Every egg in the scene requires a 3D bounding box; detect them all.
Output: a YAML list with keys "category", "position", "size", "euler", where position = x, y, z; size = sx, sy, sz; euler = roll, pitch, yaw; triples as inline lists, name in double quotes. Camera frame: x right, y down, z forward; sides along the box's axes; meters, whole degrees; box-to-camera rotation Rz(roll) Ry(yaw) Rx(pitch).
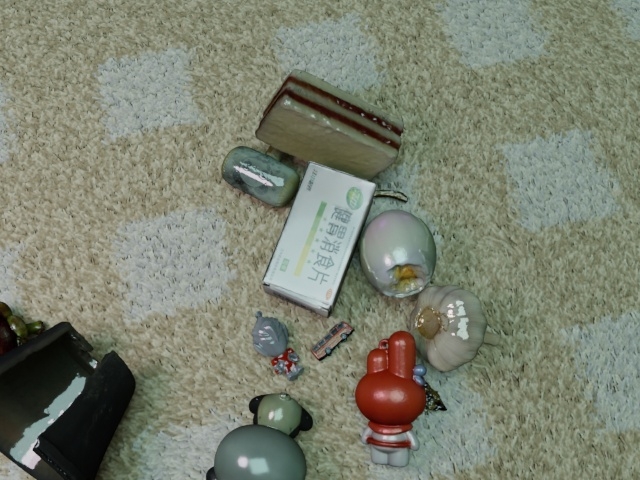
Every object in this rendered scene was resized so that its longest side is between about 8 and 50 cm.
- category: "egg"
  position: [0.177, 0.019, 1.466]
  size: [0.182, 0.183, 0.217]
  euler: [-13, 45, -4]

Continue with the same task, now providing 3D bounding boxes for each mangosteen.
- category: "mangosteen"
  position: [-0.750, 0.231, 1.413]
  size: [0.172, 0.173, 0.184]
  euler: [9, 45, 3]

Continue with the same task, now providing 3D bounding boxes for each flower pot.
- category: "flower pot"
  position: [-0.554, 0.340, 1.307]
  size: [0.379, 0.379, 0.251]
  euler: [28, 52, 10]

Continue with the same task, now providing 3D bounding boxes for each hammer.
- category: "hammer"
  position: [-0.106, -0.237, 1.609]
  size: [0.201, 0.113, 0.306]
  euler: [28, 64, 6]

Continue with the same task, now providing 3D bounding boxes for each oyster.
- category: "oyster"
  position: [0.227, 0.345, 1.428]
  size: [0.132, 0.029, 0.086]
  euler: [7, 72, 9]

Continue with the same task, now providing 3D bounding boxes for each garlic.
- category: "garlic"
  position: [0.330, 0.199, 1.431]
  size: [0.225, 0.199, 0.199]
  euler: [12, 67, -29]

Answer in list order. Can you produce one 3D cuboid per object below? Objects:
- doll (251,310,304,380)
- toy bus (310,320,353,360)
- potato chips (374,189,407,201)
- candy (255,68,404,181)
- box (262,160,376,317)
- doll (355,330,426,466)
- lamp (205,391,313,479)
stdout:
- category: "doll"
  position: [-0.103, 0.244, 1.446]
  size: [0.094, 0.079, 0.180]
  euler: [-31, 86, -26]
- category: "toy bus"
  position: [0.027, 0.236, 1.468]
  size: [0.110, 0.031, 0.043]
  euler: [-41, 69, -13]
- category: "potato chips"
  position: [0.120, -0.112, 1.594]
  size: [0.203, 0.026, 0.037]
  euler: [-1, 77, 0]
- category: "candy"
  position: [0.022, -0.270, 1.516]
  size: [0.320, 0.179, 0.135]
  euler: [24, 57, -15]
- category: "box"
  position: [-0.001, 0.002, 1.480]
  size: [0.173, 0.145, 0.333]
  euler: [19, 76, 8]
- category: "doll"
  position: [0.155, 0.343, 1.368]
  size: [0.160, 0.129, 0.291]
  euler: [-1, 85, 30]
- category: "lamp"
  position: [-0.118, 0.450, 1.324]
  size: [0.197, 0.198, 0.244]
  euler: [17, 48, 6]
